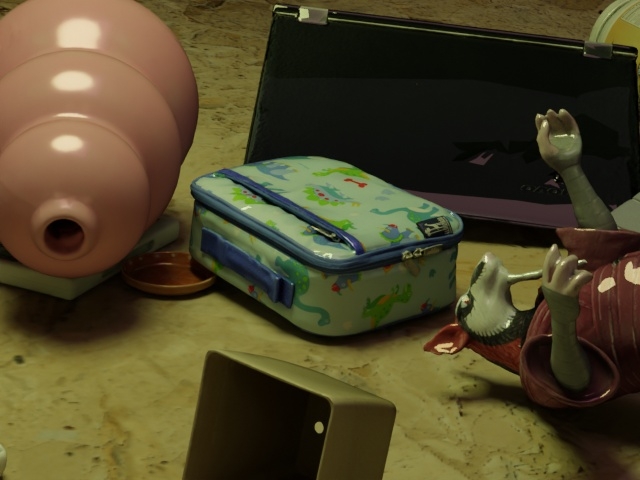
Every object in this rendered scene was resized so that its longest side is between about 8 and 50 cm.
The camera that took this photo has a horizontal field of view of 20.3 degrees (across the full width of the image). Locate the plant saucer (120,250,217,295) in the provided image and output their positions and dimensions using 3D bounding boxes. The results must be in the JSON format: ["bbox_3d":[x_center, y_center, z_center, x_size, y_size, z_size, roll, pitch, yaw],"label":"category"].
[{"bbox_3d":[-0.130,0.030,1.538,0.083,0.013,0.083,4,20,-1],"label":"plant saucer"}]

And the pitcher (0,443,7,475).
[{"bbox_3d":[-0.315,0.120,1.141,0.207,0.125,0.178,19,3,12],"label":"pitcher"}]

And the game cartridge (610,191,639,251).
[{"bbox_3d":[0.404,0.020,1.464,0.230,0.068,0.355,-30,36,-25],"label":"game cartridge"}]

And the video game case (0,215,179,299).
[{"bbox_3d":[-0.257,-0.004,1.597,0.201,0.023,0.183,13,22,22],"label":"video game case"}]

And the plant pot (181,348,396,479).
[{"bbox_3d":[-0.013,0.134,1.158,0.109,0.109,0.096,19,12,37],"label":"plant pot"}]

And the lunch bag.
[{"bbox_3d":[0.000,0.000,1.523,0.176,0.090,0.219,-13,29,-36],"label":"lunch bag"}]

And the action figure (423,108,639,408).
[{"bbox_3d":[0.255,0.055,1.306,0.370,0.275,0.248,-14,29,32],"label":"action figure"}]

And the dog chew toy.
[{"bbox_3d":[-0.207,-0.082,1.519,0.206,0.206,0.332,2,29,-4],"label":"dog chew toy"}]

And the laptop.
[{"bbox_3d":[0.125,-0.102,1.884,0.382,0.236,0.408,8,-10,1],"label":"laptop"}]

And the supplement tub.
[{"bbox_3d":[0.409,-0.204,2.071,0.144,0.144,0.199,-4,21,-19],"label":"supplement tub"}]
